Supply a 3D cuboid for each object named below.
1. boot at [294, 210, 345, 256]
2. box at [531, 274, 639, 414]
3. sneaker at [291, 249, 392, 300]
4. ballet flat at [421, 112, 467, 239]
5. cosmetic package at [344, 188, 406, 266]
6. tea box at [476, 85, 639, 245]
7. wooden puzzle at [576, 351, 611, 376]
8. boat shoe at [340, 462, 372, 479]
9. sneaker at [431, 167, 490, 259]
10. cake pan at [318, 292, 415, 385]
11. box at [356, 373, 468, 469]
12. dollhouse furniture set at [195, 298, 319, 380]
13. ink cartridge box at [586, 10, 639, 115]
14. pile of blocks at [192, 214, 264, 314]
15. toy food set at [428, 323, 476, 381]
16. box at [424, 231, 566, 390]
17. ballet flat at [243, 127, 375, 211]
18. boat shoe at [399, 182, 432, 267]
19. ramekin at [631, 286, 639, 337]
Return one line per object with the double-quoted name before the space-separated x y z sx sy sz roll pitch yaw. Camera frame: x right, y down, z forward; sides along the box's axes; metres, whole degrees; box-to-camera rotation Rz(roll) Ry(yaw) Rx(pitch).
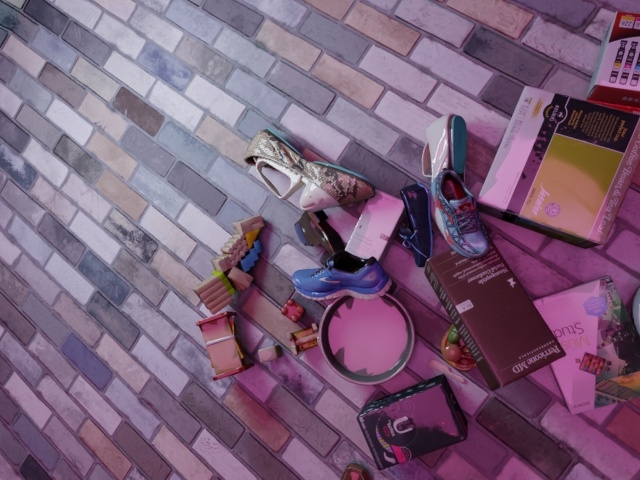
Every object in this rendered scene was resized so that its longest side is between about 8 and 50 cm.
"boot" 0.000 0.000 1.581 0.106 0.082 0.219 -35 77 33
"box" 0.730 0.283 1.320 0.232 0.058 0.321 -23 81 15
"sneaker" 0.049 0.093 1.473 0.330 0.129 0.147 -6 120 33
"ballet flat" 0.367 -0.176 1.449 0.139 0.139 0.399 -1 82 18
"cosmetic package" 0.174 -0.033 1.510 0.117 0.085 0.231 25 95 18
"tea box" 0.636 -0.186 1.300 0.324 0.220 0.328 24 93 19
"wooden puzzle" 0.722 0.329 1.287 0.083 0.006 0.049 20 93 18
"boat shoe" 0.092 0.843 1.452 0.123 0.116 0.324 3 87 18
"sneaker" 0.367 -0.071 1.284 0.104 0.125 0.261 -25 78 2
"cake pan" 0.142 0.292 1.492 0.293 0.054 0.293 -1 83 9
"box" 0.267 0.522 1.406 0.270 0.143 0.165 -27 79 14
"dollhouse furniture set" -0.194 0.305 1.593 0.374 0.152 0.201 -18 80 -2
"ink cartridge box" 0.897 -0.428 1.282 0.310 0.130 0.271 15 92 18
"pile of blocks" -0.298 0.076 1.648 0.149 0.113 0.362 37 75 -25
"toy food set" 0.418 0.311 1.411 0.128 0.071 0.217 34 97 17
"box" 0.457 0.189 1.322 0.191 0.143 0.381 -26 70 -2
"ballet flat" -0.057 -0.194 1.537 0.483 0.164 0.182 32 83 27
"boat shoe" 0.274 -0.042 1.444 0.089 0.109 0.258 -10 103 -6
"ramekin" 0.938 0.191 1.218 0.277 0.135 0.277 -1 86 18
